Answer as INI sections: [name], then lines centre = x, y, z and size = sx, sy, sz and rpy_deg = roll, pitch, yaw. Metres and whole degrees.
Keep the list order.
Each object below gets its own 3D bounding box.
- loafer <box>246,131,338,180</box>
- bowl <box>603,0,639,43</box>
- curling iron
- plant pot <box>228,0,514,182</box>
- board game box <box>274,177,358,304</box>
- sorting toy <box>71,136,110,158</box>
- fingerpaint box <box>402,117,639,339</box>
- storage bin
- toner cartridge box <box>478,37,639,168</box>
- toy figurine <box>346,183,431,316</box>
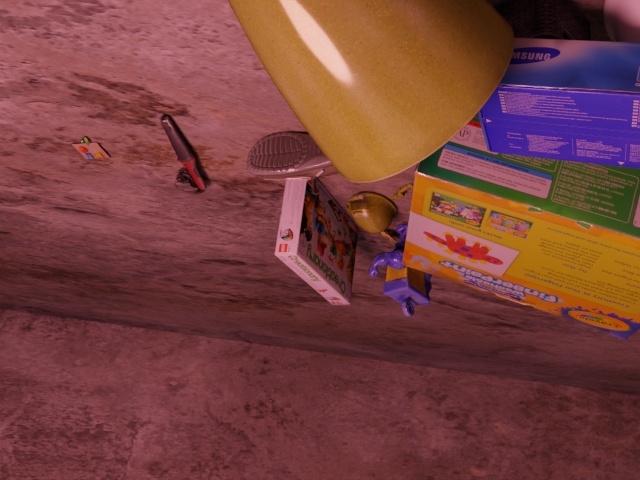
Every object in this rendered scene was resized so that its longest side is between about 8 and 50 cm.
[loafer]
centre = -0.016, -0.144, 1.259
size = 0.251, 0.094, 0.087
rpy_deg = -2, 152, 20
[bowl]
centre = 0.500, -0.245, 0.818
size = 0.298, 0.134, 0.298
rpy_deg = 6, 158, 2
[curling iron]
centre = -0.279, -0.163, 1.369
size = 0.068, 0.035, 0.274
rpy_deg = 5, 158, 4
[plant pot]
centre = 0.026, -0.265, 0.795
size = 0.275, 0.274, 0.293
rpy_deg = -17, 131, 44
[board game box]
centre = 0.000, 0.000, 1.474
size = 0.053, 0.192, 0.305
rpy_deg = -3, 156, 23
[sorting toy]
centre = -0.475, -0.187, 1.397
size = 0.062, 0.012, 0.083
rpy_deg = 2, 157, 13
[fingerpaint box]
centre = 0.384, -0.024, 1.184
size = 0.445, 0.163, 0.371
rpy_deg = 18, 157, 12
[storage bin]
centre = 0.263, -0.251, 0.935
size = 0.122, 0.084, 0.180
rpy_deg = 25, 152, -37
[toner cartridge box]
centre = 0.370, -0.159, 0.824
size = 0.348, 0.075, 0.165
rpy_deg = 11, 159, 25
[toy figurine]
centre = 0.203, 0.054, 1.514
size = 0.191, 0.217, 0.362
rpy_deg = -9, 153, 33
